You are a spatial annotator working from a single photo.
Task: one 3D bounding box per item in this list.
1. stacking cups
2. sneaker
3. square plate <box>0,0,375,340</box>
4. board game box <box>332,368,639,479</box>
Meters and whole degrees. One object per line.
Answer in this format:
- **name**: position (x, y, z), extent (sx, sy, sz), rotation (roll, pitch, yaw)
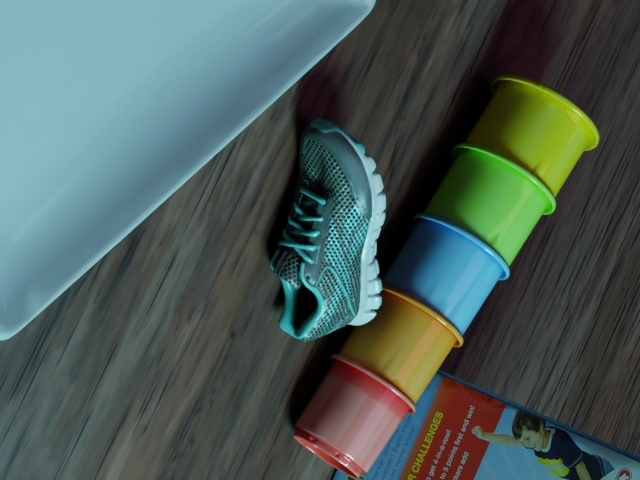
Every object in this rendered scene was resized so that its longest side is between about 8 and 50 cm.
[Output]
- **stacking cups**: position (0.092, 0.029, 1.162), extent (0.316, 0.096, 0.096), rotation (-58, 143, -14)
- **sneaker**: position (0.000, 0.000, 1.061), extent (0.076, 0.065, 0.166), rotation (-30, 129, -35)
- **square plate**: position (-0.117, -0.177, 0.826), extent (0.344, 0.049, 0.347), rotation (-45, 139, -30)
- **board game box**: position (0.127, 0.278, 1.161), extent (0.086, 0.302, 0.308), rotation (29, 85, -55)
